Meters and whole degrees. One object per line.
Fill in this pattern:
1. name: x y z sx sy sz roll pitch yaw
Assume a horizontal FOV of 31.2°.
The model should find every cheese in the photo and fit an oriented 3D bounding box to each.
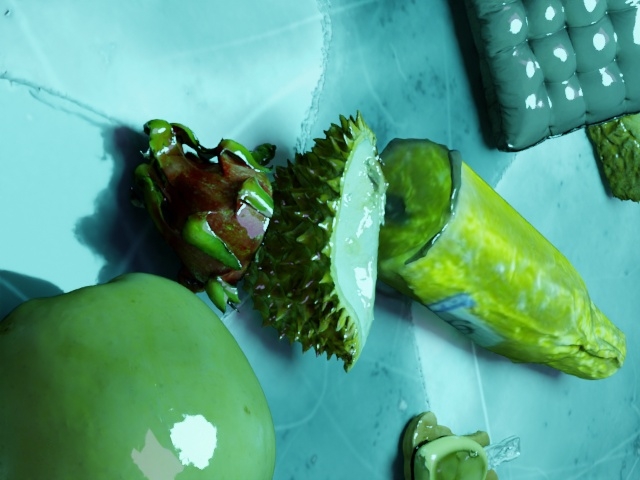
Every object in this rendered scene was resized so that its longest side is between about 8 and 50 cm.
1. cheese: 0.170 0.254 1.298 0.162 0.036 0.086 -11 97 -40

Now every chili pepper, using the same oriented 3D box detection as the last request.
1. chili pepper: -0.070 -0.071 1.130 0.027 0.022 0.083 35 63 0

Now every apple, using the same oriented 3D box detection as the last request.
1. apple: -0.163 0.157 0.905 0.262 0.262 0.263 0 90 -42

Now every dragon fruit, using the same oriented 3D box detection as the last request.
1. dragon fruit: -0.107 -0.030 1.043 0.175 0.138 0.142 41 18 -3

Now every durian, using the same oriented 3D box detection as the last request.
1. durian: 0.000 0.000 1.115 0.139 0.144 0.252 11 79 -45

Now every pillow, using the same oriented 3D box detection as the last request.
1. pillow: 0.280 -0.284 1.332 0.228 0.101 0.326 -17 103 -2

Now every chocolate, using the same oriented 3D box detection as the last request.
1. chocolate: 0.219 0.052 1.297 0.445 0.162 0.162 33 69 -38

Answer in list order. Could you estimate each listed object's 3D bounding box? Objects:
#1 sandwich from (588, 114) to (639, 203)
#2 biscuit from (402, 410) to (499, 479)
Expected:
1. sandwich: 0.441 -0.238 1.537 0.271 0.099 0.301 -40 114 -30
2. biscuit: 0.155 0.307 1.324 0.162 0.035 0.250 -34 109 -32
